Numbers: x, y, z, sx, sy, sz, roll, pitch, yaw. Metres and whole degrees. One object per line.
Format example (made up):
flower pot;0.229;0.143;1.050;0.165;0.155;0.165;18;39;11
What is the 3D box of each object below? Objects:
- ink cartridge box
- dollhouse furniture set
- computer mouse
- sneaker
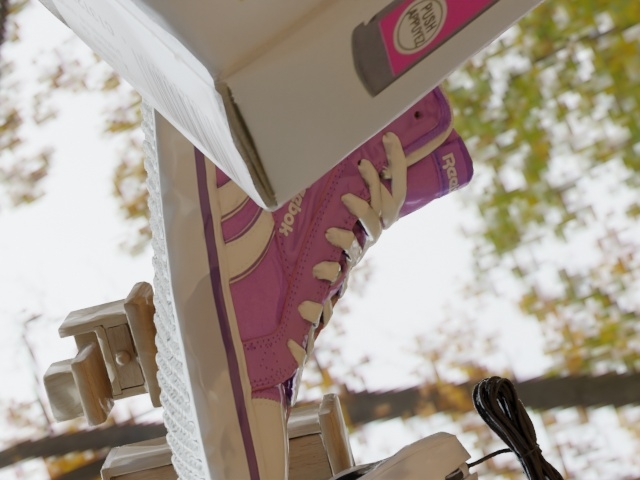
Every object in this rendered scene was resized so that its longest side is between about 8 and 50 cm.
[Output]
ink cartridge box;0.067;-0.180;0.561;0.371;0.176;0.069;-40;-35;-11
dollhouse furniture set;-0.074;0.207;1.232;0.355;0.174;0.303;-73;-31;-75
computer mouse;0.080;0.172;1.351;0.193;0.042;0.106;-24;-87;-25
sneaker;0.000;-0.001;0.908;0.161;0.102;0.282;0;-115;-10
